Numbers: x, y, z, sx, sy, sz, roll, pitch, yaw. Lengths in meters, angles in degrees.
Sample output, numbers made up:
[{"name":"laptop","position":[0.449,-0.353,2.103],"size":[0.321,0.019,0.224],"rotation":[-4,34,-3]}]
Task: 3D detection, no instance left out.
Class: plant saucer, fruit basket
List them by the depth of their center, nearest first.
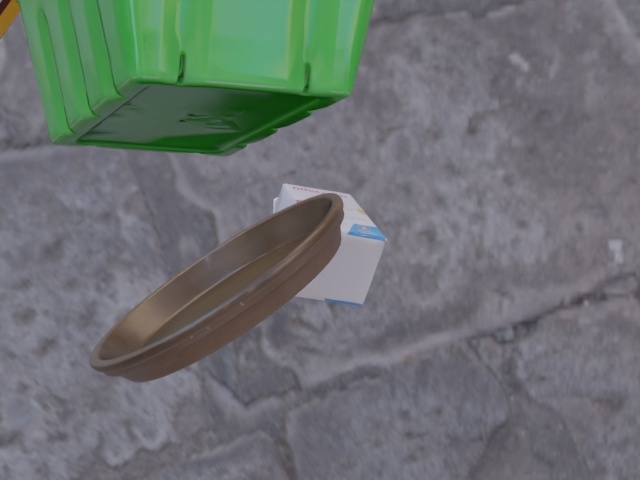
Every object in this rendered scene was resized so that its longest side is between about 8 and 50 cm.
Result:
[{"name":"fruit basket","position":[-0.122,-0.270,1.116],"size":[0.283,0.392,0.392],"rotation":[2,59,-22]},{"name":"plant saucer","position":[-0.089,0.048,1.301],"size":[0.278,0.278,0.041],"rotation":[-34,100,-8]}]

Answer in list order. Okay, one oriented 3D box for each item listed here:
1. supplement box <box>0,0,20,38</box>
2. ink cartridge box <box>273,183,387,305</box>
[{"name":"supplement box","position":[-0.519,-0.321,1.780],"size":[0.191,0.194,0.129],"rotation":[26,80,48]},{"name":"ink cartridge box","position":[0.000,0.000,1.628],"size":[0.092,0.090,0.143],"rotation":[10,21,-23]}]
